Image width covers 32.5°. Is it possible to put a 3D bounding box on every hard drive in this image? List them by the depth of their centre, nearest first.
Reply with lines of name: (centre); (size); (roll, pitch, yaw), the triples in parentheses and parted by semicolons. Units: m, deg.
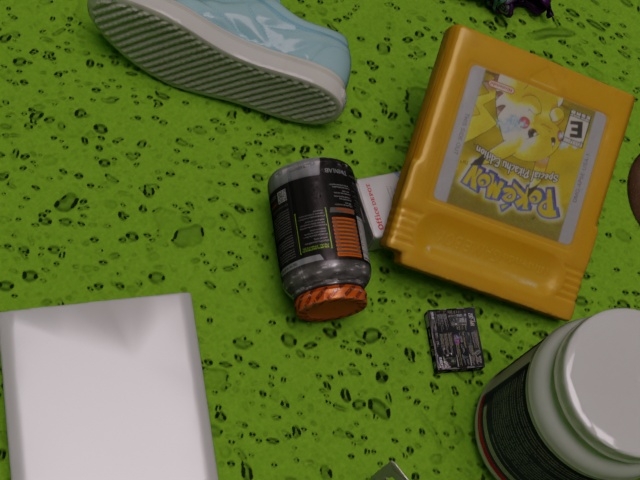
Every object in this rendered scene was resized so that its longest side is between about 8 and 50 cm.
hard drive: (-0.243, 0.244, 1.281); (0.232, 0.047, 0.353); (-5, 70, -15)

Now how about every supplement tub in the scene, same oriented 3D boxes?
supplement tub: (0.312, 0.202, 1.305); (0.191, 0.272, 0.191); (5, 67, -11)
supplement tub: (0.000, 0.000, 1.403); (0.116, 0.117, 0.191); (-3, 69, -15)

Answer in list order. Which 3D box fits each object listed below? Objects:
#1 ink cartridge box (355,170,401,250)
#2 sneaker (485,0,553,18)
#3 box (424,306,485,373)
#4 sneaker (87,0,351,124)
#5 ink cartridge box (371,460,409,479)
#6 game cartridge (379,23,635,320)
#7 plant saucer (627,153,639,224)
ink cartridge box: (0.109, -0.044, 1.482); (0.122, 0.052, 0.089); (-10, 70, -19)
sneaker: (0.251, -0.387, 1.647); (0.223, 0.083, 0.098); (1, 72, -14)
box: (0.176, 0.131, 1.443); (0.067, 0.018, 0.083); (-3, 69, -15)
sneaker: (-0.129, -0.283, 1.495); (0.365, 0.135, 0.150); (22, 56, -13)
ink cartridge box: (0.104, 0.363, 1.275); (0.067, 0.115, 0.198); (-29, 76, -22)
game cartridge: (0.251, -0.086, 1.458); (0.285, 0.052, 0.324); (18, 84, -15)
plant saucer: (0.549, -0.066, 1.606); (0.198, 0.036, 0.199); (5, 68, -12)
